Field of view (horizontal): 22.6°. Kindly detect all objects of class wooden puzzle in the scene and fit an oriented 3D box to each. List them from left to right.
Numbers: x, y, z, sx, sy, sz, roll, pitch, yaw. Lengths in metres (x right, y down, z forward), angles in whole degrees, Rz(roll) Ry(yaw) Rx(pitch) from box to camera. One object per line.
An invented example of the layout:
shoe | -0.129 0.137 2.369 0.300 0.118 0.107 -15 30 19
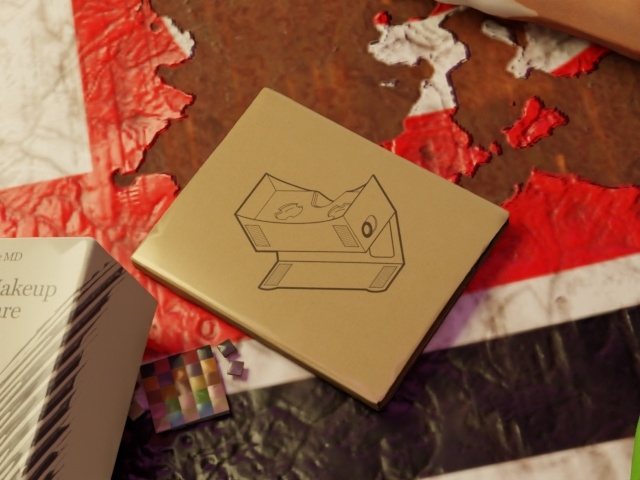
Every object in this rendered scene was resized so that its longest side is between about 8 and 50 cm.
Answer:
wooden puzzle | -0.088 0.097 1.044 0.083 0.006 0.049 -17 62 -4

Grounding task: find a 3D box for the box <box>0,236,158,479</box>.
box | -0.193 0.138 0.971 0.113 0.094 0.275 -2 61 24

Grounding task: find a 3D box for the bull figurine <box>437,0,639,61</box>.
bull figurine | 0.178 -0.213 1.128 0.310 0.101 0.188 27 66 18

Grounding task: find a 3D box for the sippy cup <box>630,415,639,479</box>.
sippy cup | 0.335 0.152 0.866 0.305 0.240 0.224 -6 72 21

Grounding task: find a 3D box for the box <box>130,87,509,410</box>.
box | 0.000 0.000 1.079 0.201 0.021 0.164 29 69 19
